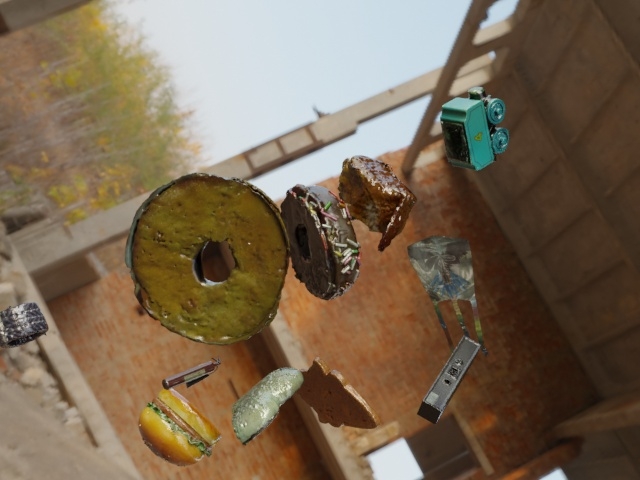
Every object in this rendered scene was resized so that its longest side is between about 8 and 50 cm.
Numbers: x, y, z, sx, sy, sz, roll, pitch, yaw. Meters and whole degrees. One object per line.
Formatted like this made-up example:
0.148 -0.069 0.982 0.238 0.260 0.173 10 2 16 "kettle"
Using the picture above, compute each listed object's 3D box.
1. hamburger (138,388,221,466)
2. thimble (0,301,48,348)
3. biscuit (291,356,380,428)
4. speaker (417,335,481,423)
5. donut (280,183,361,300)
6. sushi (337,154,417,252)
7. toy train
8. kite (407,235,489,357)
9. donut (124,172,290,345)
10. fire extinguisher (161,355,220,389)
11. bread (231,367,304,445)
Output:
-0.410 0.546 2.276 0.246 0.170 0.246 39 -17 14 "hamburger"
-0.575 0.162 1.530 0.104 0.095 0.066 98 -30 -79 "thimble"
0.030 0.375 1.923 0.280 0.043 0.183 19 -54 32 "biscuit"
0.240 0.254 1.476 0.040 0.191 0.046 28 -46 17 "speaker"
0.000 0.000 1.720 0.269 0.103 0.269 49 -32 46 "donut"
0.125 -0.091 1.882 0.296 0.167 0.179 47 -55 40 "sushi"
0.375 -0.266 1.948 0.107 0.154 0.197 21 -46 50 "toy train"
0.300 0.133 1.865 0.169 0.015 0.309 -3 -72 39 "kite"
-0.161 0.021 1.225 0.107 0.272 0.272 -68 137 -72 "donut"
-0.317 0.341 2.013 0.035 0.173 0.049 -11 -84 54 "fire extinguisher"
-0.138 0.371 1.826 0.172 0.232 0.064 -29 -79 46 "bread"
